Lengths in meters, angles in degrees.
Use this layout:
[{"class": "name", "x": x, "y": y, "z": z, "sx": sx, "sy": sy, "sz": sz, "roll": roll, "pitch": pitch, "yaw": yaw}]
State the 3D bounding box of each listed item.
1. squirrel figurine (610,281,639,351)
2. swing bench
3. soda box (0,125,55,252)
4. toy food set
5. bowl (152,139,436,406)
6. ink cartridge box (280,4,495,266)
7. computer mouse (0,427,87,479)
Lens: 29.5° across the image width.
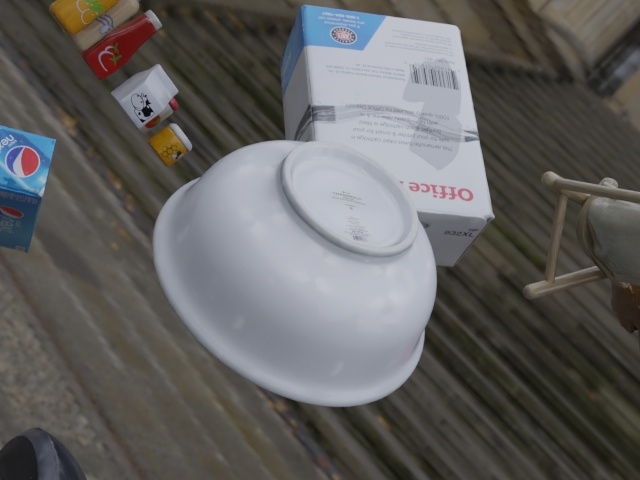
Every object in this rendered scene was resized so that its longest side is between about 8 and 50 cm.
[{"class": "squirrel figurine", "x": 0.664, "y": 0.095, "z": 1.861, "sx": 0.397, "sy": 0.370, "sz": 0.281, "roll": -125, "pitch": -156, "yaw": -54}, {"class": "swing bench", "x": 0.418, "y": 0.025, "z": 1.408, "sx": 0.254, "sy": 0.165, "sz": 0.253, "roll": 6, "pitch": 7, "yaw": -28}, {"class": "soda box", "x": -0.344, "y": -0.053, "z": 1.359, "sx": 0.067, "sy": 0.071, "sz": 0.210, "roll": 14, "pitch": -21, "yaw": -14}, {"class": "toy food set", "x": -0.200, "y": -0.204, "z": 1.364, "sx": 0.232, "sy": 0.104, "sz": 0.111, "roll": 55, "pitch": -6, "yaw": -30}, {"class": "bowl", "x": 0.000, "y": 0.000, "z": 1.159, "sx": 0.297, "sy": 0.134, "sz": 0.298, "roll": 20, "pitch": 39, "yaw": -17}, {"class": "ink cartridge box", "x": 0.076, "y": -0.133, "z": 1.556, "sx": 0.223, "sy": 0.129, "sz": 0.307, "roll": 5, "pitch": 57, "yaw": -17}, {"class": "computer mouse", "x": -0.229, "y": 0.264, "z": 0.893, "sx": 0.072, "sy": 0.272, "sz": 0.188, "roll": 18, "pitch": 15, "yaw": -33}]
